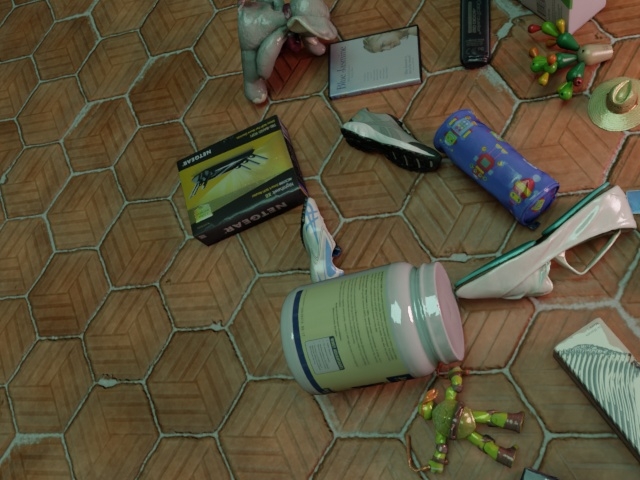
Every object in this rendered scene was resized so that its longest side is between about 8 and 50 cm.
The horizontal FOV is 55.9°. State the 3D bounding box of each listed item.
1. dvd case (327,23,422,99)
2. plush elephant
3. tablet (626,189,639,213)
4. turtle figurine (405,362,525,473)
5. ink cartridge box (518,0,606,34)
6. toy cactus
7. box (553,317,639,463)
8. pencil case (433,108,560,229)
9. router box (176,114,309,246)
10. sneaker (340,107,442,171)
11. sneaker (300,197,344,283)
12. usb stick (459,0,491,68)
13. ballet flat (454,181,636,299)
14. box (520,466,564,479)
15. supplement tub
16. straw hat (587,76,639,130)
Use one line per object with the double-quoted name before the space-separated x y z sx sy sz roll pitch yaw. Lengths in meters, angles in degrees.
"dvd case" 0.142 -0.477 1.613 0.253 0.022 0.180 -7 68 18
"plush elephant" -0.084 -0.570 1.612 0.256 0.330 0.271 -1 61 0
"tablet" 0.689 -0.082 1.265 0.084 0.006 0.054 -3 69 20
"turtle figurine" 0.286 0.347 1.197 0.218 0.087 0.269 12 74 24
"ink cartridge box" 0.531 -0.661 1.436 0.122 0.211 0.289 -40 62 2
"toy cactus" 0.580 -0.433 1.401 0.181 0.112 0.218 -9 58 6
"box" 0.563 0.288 1.115 0.113 0.094 0.275 -37 61 3
"pencil case" 0.393 -0.165 1.343 0.306 0.133 0.119 50 123 29
"router box" -0.207 -0.157 1.580 0.309 0.081 0.242 -24 64 10
"sneaker" 0.179 -0.254 1.470 0.272 0.100 0.108 30 76 27
"sneaker" 0.000 0.000 1.452 0.086 0.085 0.237 -7 61 -11
"usb stick" 0.396 -0.565 1.543 0.077 0.045 0.277 0 69 13
"ballet flat" 0.471 0.036 1.241 0.400 0.139 0.139 -34 62 4
"box" 0.384 0.547 1.037 0.144 0.165 0.270 17 77 24
"supplement tub" 0.107 0.176 1.232 0.325 0.235 0.235 -15 65 21
"straw hat" 0.669 -0.318 1.336 0.145 0.061 0.144 -7 67 18
